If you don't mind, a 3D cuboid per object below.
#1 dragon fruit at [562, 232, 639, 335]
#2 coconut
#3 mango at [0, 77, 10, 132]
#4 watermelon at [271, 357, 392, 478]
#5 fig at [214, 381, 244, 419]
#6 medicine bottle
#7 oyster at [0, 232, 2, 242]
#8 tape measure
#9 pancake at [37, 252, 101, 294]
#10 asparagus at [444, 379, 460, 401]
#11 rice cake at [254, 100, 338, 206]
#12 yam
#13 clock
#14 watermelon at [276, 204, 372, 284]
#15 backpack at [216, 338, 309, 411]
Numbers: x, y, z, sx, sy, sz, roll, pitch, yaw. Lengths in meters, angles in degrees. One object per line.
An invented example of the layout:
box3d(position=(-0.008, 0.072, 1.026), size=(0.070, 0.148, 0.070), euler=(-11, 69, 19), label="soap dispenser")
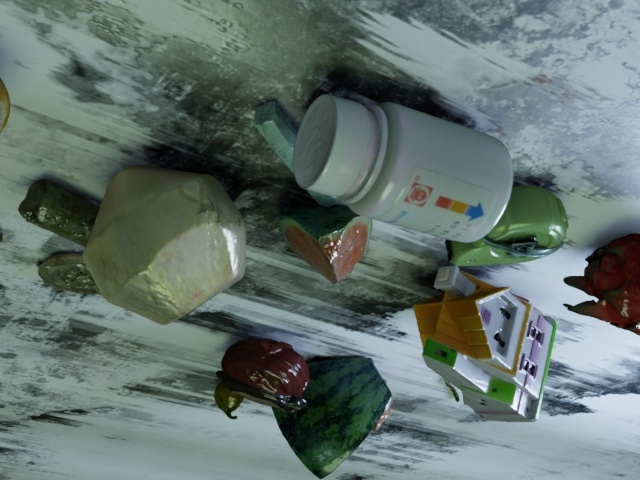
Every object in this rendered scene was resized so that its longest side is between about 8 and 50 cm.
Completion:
box3d(position=(0.571, 0.081, 1.613), size=(0.274, 0.192, 0.193), euler=(20, 124, 40), label="dragon fruit")
box3d(position=(-0.248, -0.005, 1.420), size=(0.259, 0.259, 0.259), euler=(0, 150, 0), label="coconut")
box3d(position=(-0.563, -0.197, 1.147), size=(0.316, 0.146, 0.193), euler=(12, 141, -8), label="mango")
box3d(position=(0.033, 0.374, 2.188), size=(0.283, 0.292, 0.250), euler=(-36, 99, 11), label="watermelon")
box3d(position=(-0.230, 0.400, 2.234), size=(0.084, 0.098, 0.082), euler=(-4, 154, 30), label="fig")
box3d(position=(0.118, -0.105, 1.286), size=(0.292, 0.170, 0.170), euler=(14, 147, -25), label="medicine bottle")
box3d(position=(-0.719, 0.034, 1.625), size=(0.344, 0.079, 0.128), euler=(-19, 154, 25), label="oyster")
box3d(position=(0.327, -0.018, 1.504), size=(0.199, 0.106, 0.175), euler=(0, 154, -5), label="tape measure")
box3d(position=(-0.465, 0.067, 1.722), size=(0.158, 0.028, 0.158), euler=(2, 150, 1), label="pancake")
box3d(position=(0.342, 0.388, 2.304), size=(0.016, 0.016, 0.163), euler=(8, 156, 25), label="asparagus")
box3d(position=(-0.031, -0.126, 1.372), size=(0.042, 0.045, 0.245), euler=(-13, 148, 20), label="rice cake")
box3d(position=(-0.415, -0.037, 1.495), size=(0.078, 0.078, 0.179), euler=(-20, 146, 31), label="yam")
box3d(position=(0.308, 0.188, 1.756), size=(0.166, 0.235, 0.309), euler=(-9, 143, 45), label="clock")
box3d(position=(-0.005, -0.020, 1.512), size=(0.146, 0.128, 0.231), euler=(26, 163, 16), label="watermelon")
box3d(position=(-0.122, 0.293, 2.021), size=(0.229, 0.139, 0.229), euler=(16, 154, 8), label="backpack")
